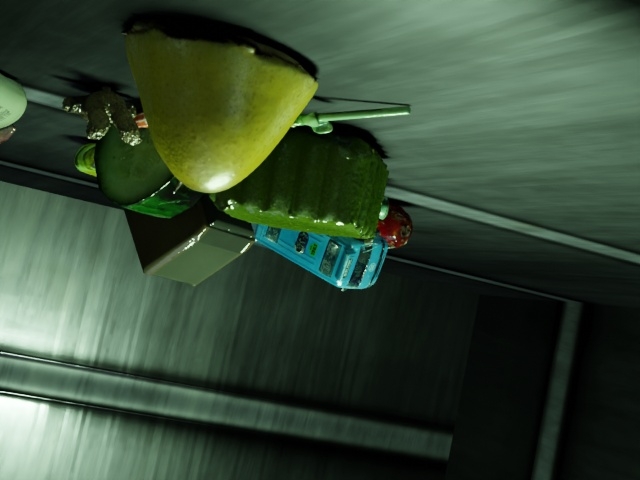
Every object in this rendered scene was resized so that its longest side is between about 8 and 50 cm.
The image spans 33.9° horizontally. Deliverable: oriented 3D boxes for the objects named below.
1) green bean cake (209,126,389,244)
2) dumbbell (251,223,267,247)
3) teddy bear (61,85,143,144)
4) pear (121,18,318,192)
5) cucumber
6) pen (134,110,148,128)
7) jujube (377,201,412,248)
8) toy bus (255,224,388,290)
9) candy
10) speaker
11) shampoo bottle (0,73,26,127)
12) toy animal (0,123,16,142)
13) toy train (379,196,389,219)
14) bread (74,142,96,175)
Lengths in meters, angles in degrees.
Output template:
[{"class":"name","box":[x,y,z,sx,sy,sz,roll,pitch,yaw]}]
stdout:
[{"class":"green bean cake","box":[-0.030,-0.094,1.691,0.250,0.156,0.247,10,176,14]},{"class":"dumbbell","box":[-0.056,-0.050,2.299,0.143,0.156,0.316,48,157,-26]},{"class":"teddy bear","box":[-0.340,-0.207,1.650,0.119,0.077,0.160,2,-161,-28]},{"class":"pear","box":[-0.129,-0.145,1.281,0.267,0.178,0.267,7,175,1]},{"class":"cucumber","box":[-0.278,-0.129,1.782,0.191,0.191,0.130,8,179,32]},{"class":"pen","box":[-0.238,-0.198,1.643,0.028,0.028,0.239,16,169,-37]},{"class":"jujube","box":[0.128,-0.044,2.259,0.104,0.104,0.166,17,-174,-44]},{"class":"toy bus","box":[0.000,0.000,2.051,0.246,0.113,0.134,30,-159,28]},{"class":"candy","box":[-0.009,-0.169,1.432,0.288,0.084,0.078,-3,171,29]},{"class":"speaker","box":[-0.252,-0.060,1.926,0.193,0.230,0.153,-34,153,23]},{"class":"shampoo bottle","box":[-0.563,-0.242,1.636,0.118,0.087,0.234,-6,171,11]},{"class":"toy animal","box":[-0.725,-0.231,2.130,0.195,0.090,0.324,20,163,-18]},{"class":"toy train","box":[-0.014,-0.096,1.989,0.286,0.116,0.177,11,-173,-7]},{"class":"bread","box":[-0.468,-0.173,2.282,0.139,0.071,0.130,14,178,-42]}]
